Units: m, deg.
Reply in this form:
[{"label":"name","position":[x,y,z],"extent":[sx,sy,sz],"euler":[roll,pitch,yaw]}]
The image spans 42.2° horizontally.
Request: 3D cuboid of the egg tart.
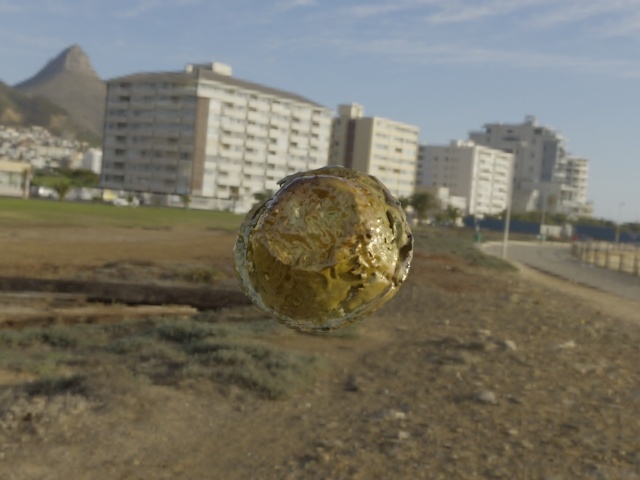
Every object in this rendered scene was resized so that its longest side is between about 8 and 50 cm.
[{"label":"egg tart","position":[0.000,0.000,0.571],"extent":[0.129,0.128,0.049],"euler":[6,-21,13]}]
